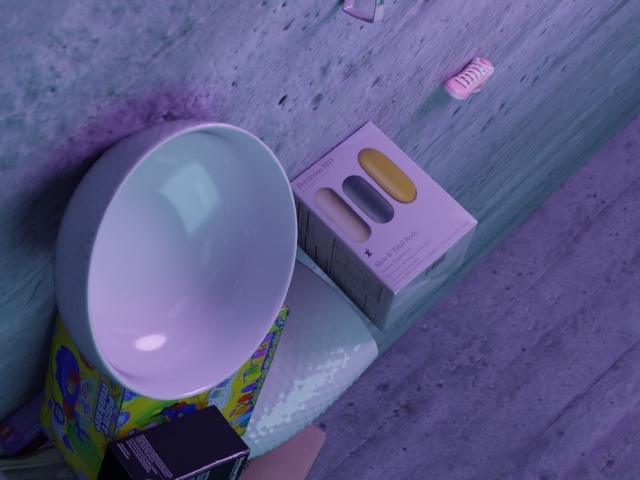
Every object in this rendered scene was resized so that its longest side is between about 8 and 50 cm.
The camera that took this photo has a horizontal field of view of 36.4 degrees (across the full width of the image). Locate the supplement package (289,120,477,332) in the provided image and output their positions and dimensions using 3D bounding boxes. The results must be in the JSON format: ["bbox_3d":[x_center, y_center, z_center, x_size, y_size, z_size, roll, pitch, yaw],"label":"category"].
[{"bbox_3d":[0.098,-0.021,1.694,0.199,0.262,0.198,-39,163,-17],"label":"supplement package"}]

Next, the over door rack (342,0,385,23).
[{"bbox_3d":[0.192,-0.415,1.227,0.240,0.108,0.324,-28,158,-41],"label":"over door rack"}]

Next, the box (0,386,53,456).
[{"bbox_3d":[-0.377,0.255,1.609,0.293,0.057,0.201,-41,162,-10],"label":"box"}]

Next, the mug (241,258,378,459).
[{"bbox_3d":[-0.098,0.256,1.822,0.328,0.276,0.374,-44,153,-17],"label":"mug"}]

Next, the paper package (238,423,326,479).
[{"bbox_3d":[-0.195,0.474,2.030,0.325,0.310,0.168,-55,178,-47],"label":"paper package"}]

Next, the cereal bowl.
[{"bbox_3d":[-0.190,0.014,1.190,0.339,0.141,0.338,-20,117,-47],"label":"cereal bowl"}]

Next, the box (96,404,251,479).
[{"bbox_3d":[-0.231,0.379,1.395,0.184,0.103,0.261,-11,136,-41],"label":"box"}]

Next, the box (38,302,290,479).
[{"bbox_3d":[-0.235,0.188,1.433,0.279,0.177,0.290,-18,141,-41],"label":"box"}]

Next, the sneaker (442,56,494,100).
[{"bbox_3d":[0.278,-0.305,1.807,0.134,0.051,0.070,-28,156,-53],"label":"sneaker"}]

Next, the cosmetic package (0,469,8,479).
[{"bbox_3d":[-0.511,0.319,1.223,0.151,0.183,0.151,-44,164,3],"label":"cosmetic package"}]

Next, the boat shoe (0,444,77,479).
[{"bbox_3d":[-0.466,0.384,1.477,0.302,0.098,0.109,-13,159,-8],"label":"boat shoe"}]
